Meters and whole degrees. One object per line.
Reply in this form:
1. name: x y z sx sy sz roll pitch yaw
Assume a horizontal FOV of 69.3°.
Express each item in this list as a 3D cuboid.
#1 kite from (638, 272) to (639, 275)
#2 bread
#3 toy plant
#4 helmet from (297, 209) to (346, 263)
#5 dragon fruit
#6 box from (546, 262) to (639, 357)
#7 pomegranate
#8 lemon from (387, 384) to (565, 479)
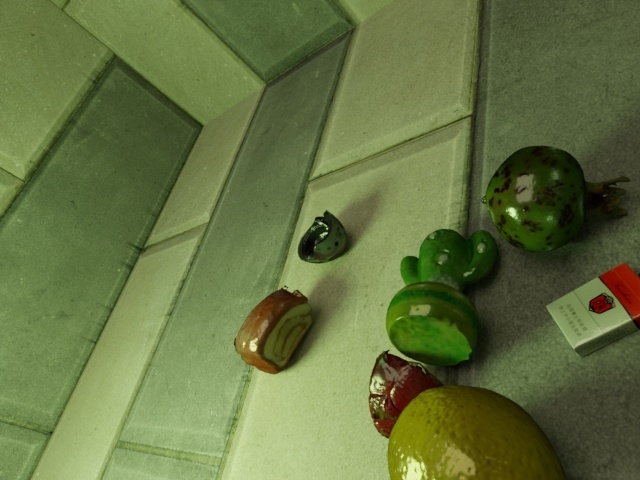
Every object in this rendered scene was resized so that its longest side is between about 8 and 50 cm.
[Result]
1. kite: 0.643 0.020 0.742 0.232 0.009 0.189 -31 38 26
2. bread: -0.121 0.241 1.281 0.123 0.190 0.244 15 67 40
3. toy plant: 0.260 0.099 1.008 0.224 0.184 0.315 -12 34 37
4. helmet: 0.016 0.004 1.404 0.177 0.107 0.153 -34 36 56
5. dragon fruit: 0.161 0.322 0.930 0.121 0.127 0.161 4 62 60
6. box: 0.489 0.120 0.801 0.152 0.048 0.100 -35 40 20
7. pomegranate: 0.450 -0.082 0.902 0.263 0.211 0.211 -2 56 25
8. lemon: 0.231 0.351 0.710 0.267 0.267 0.267 -30 40 29
